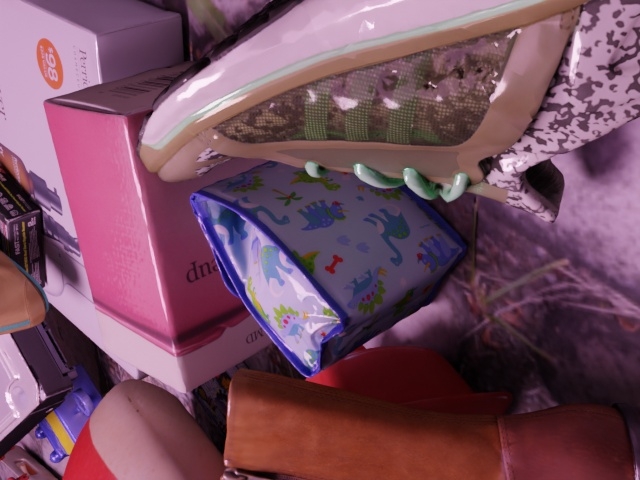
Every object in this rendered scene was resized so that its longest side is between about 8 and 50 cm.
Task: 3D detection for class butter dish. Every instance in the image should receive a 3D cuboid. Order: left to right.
[{"bbox_3d":[0.036,0.131,0.611,0.160,0.160,0.118,112,146,-43],"label":"butter dish"}]

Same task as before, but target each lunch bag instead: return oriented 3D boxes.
[{"bbox_3d":[0.000,0.000,0.569,0.151,0.129,0.096,49,139,18],"label":"lunch bag"}]

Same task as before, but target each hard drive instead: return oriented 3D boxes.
[{"bbox_3d":[-0.460,0.165,1.030,0.339,0.064,0.237,-39,79,33],"label":"hard drive"}]

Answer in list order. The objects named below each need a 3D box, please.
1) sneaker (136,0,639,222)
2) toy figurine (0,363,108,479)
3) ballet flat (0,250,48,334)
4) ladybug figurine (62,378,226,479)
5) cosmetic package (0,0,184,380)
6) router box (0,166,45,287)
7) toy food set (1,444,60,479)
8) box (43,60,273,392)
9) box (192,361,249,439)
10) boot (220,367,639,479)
[{"bbox_3d":[0.056,-0.069,0.436,0.410,0.158,0.182,-15,116,43],"label":"sneaker"},{"bbox_3d":[-0.355,0.286,1.113,0.362,0.191,0.217,55,137,10],"label":"toy figurine"},{"bbox_3d":[-0.374,0.021,0.847,0.232,0.073,0.080,33,137,34],"label":"ballet flat"},{"bbox_3d":[-0.134,0.282,0.753,0.305,0.162,0.449,52,165,2],"label":"ladybug figurine"},{"bbox_3d":[-0.252,-0.079,0.849,0.284,0.097,0.377,28,131,35],"label":"cosmetic package"},{"bbox_3d":[-0.346,-0.009,0.891,0.092,0.038,0.122,42,139,27],"label":"router box"},{"bbox_3d":[-0.531,0.556,1.540,0.219,0.092,0.306,15,121,44],"label":"toy food set"},{"bbox_3d":[-0.112,-0.019,0.673,0.127,0.148,0.232,16,123,43],"label":"box"},{"bbox_3d":[-0.078,0.188,0.851,0.137,0.027,0.094,50,139,18],"label":"box"},{"bbox_3d":[0.072,0.208,0.499,0.280,0.096,0.264,3,121,2],"label":"boot"}]
